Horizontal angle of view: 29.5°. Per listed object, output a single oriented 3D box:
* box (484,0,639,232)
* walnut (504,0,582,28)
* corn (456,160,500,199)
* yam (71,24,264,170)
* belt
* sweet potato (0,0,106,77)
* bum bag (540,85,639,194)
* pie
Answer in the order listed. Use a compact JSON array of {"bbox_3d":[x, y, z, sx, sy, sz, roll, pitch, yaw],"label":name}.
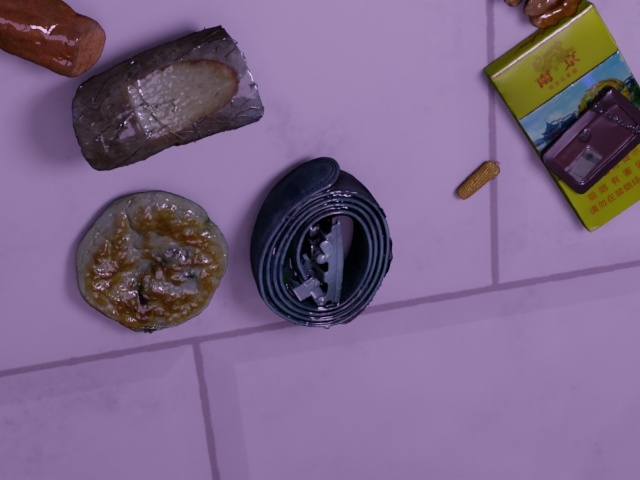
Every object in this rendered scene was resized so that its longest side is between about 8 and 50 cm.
[{"bbox_3d":[0.413,-0.187,1.881,0.187,0.047,0.335,-35,117,6],"label":"box"},{"bbox_3d":[0.338,-0.396,1.751,0.143,0.069,0.170,35,105,-26],"label":"walnut"},{"bbox_3d":[0.249,-0.095,1.899,0.083,0.027,0.028,-42,119,11],"label":"corn"},{"bbox_3d":[-0.210,-0.197,1.678,0.254,0.154,0.154,-21,118,5],"label":"yam"},{"bbox_3d":[0.000,0.000,1.840,0.206,0.116,0.267,4,117,-18],"label":"belt"},{"bbox_3d":[-0.404,-0.297,1.618,0.251,0.097,0.097,23,108,-23],"label":"sweet potato"},{"bbox_3d":[0.423,-0.152,1.864,0.109,0.026,0.159,37,109,-25],"label":"bum bag"},{"bbox_3d":[-0.255,0.034,1.833,0.240,0.054,0.240,-5,119,-10],"label":"pie"}]
